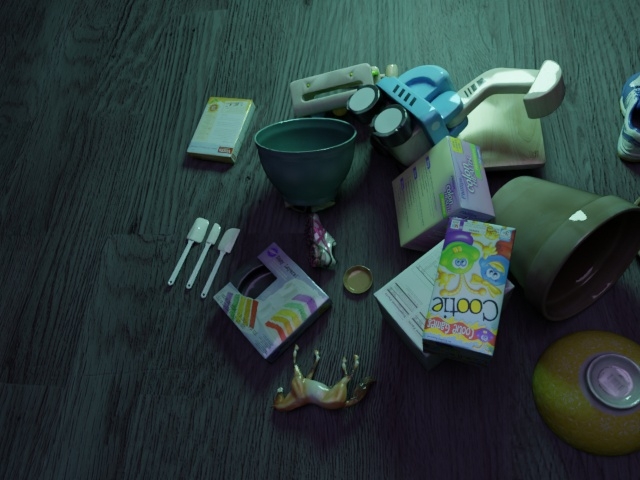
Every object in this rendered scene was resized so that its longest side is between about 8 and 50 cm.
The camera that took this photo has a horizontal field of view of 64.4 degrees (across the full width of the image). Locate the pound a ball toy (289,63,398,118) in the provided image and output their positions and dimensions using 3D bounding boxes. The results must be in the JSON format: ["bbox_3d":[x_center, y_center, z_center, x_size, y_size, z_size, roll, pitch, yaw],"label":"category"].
[{"bbox_3d":[0.090,-0.480,1.662,0.318,0.208,0.136,-7,101,21],"label":"pound a ball toy"}]

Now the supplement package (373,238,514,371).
[{"bbox_3d":[0.304,0.154,1.270,0.262,0.199,0.198,-37,63,-5],"label":"supplement package"}]

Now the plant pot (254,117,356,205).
[{"bbox_3d":[-0.038,-0.223,1.500,0.292,0.197,0.293,-3,31,2],"label":"plant pot"}]

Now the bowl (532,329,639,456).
[{"bbox_3d":[0.639,0.327,1.136,0.289,0.156,0.290,-5,65,11],"label":"bowl"}]

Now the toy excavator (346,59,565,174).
[{"bbox_3d":[0.359,-0.378,1.401,0.445,0.222,0.433,-42,48,6],"label":"toy excavator"}]

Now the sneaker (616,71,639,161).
[{"bbox_3d":[0.902,-0.367,1.408,0.111,0.131,0.297,8,66,19],"label":"sneaker"}]

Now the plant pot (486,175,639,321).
[{"bbox_3d":[0.563,-0.011,1.252,0.323,0.323,0.280,-38,47,-5],"label":"plant pot"}]

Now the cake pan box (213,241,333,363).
[{"bbox_3d":[-0.139,0.168,1.448,0.245,0.070,0.267,-41,63,-9],"label":"cake pan box"}]

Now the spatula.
[{"bbox_3d":[-0.369,0.051,1.587,0.168,0.019,0.242,17,72,14],"label":"spatula"}]

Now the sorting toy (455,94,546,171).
[{"bbox_3d":[0.505,-0.304,1.497,0.255,0.089,0.257,-2,66,13],"label":"sorting toy"}]

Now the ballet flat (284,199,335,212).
[{"bbox_3d":[-0.033,-0.110,1.567,0.168,0.057,0.053,9,96,21],"label":"ballet flat"}]

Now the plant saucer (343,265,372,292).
[{"bbox_3d":[0.107,0.112,1.442,0.083,0.015,0.084,-5,65,11],"label":"plant saucer"}]

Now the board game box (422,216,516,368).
[{"bbox_3d":[0.317,0.111,1.094,0.144,0.142,0.276,11,70,17],"label":"board game box"}]

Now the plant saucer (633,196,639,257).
[{"bbox_3d":[0.928,-0.018,1.290,0.277,0.041,0.278,-5,65,11],"label":"plant saucer"}]

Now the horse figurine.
[{"bbox_3d":[0.007,0.374,1.318,0.263,0.066,0.175,6,62,19],"label":"horse figurine"}]

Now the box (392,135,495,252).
[{"bbox_3d":[0.319,-0.115,1.363,0.117,0.243,0.214,11,61,-27],"label":"box"}]

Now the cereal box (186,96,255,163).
[{"bbox_3d":[-0.342,-0.385,1.762,0.172,0.047,0.240,10,69,18],"label":"cereal box"}]

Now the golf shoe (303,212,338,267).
[{"bbox_3d":[0.000,0.000,1.501,0.085,0.067,0.186,3,57,-20],"label":"golf shoe"}]
